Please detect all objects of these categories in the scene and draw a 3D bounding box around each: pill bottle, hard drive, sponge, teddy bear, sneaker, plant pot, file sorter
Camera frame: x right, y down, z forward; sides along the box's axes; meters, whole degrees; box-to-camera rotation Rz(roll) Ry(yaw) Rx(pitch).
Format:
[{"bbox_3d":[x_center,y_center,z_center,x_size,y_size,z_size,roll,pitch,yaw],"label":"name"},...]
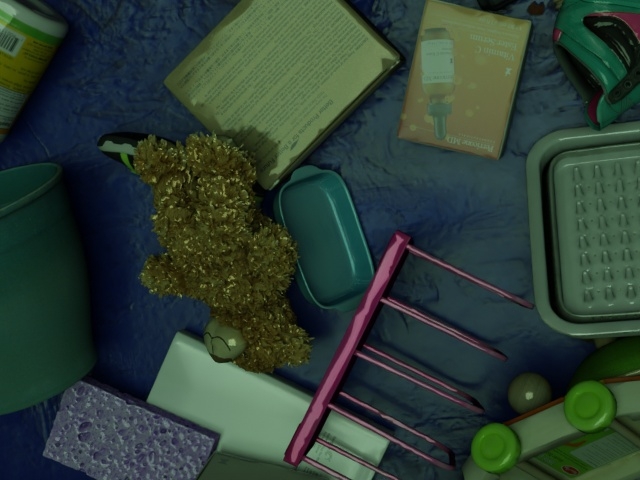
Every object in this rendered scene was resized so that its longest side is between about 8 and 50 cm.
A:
[{"bbox_3d":[-0.438,-0.205,1.732,0.136,0.136,0.245,34,101,5],"label":"pill bottle"},{"bbox_3d":[-0.085,0.272,1.765,0.308,0.040,0.203,25,100,7],"label":"hard drive"},{"bbox_3d":[-0.244,0.265,1.757,0.210,0.031,0.117,23,100,8],"label":"sponge"},{"bbox_3d":[-0.126,0.021,1.651,0.245,0.113,0.338,11,122,22],"label":"teddy bear"},{"bbox_3d":[-0.182,-0.068,1.726,0.235,0.084,0.097,20,102,9],"label":"sneaker"},{"bbox_3d":[-0.407,0.071,1.703,0.272,0.271,0.255,-15,107,12],"label":"plant pot"},{"bbox_3d":[0.388,-0.190,1.568,0.296,0.124,0.178,35,89,6],"label":"sneaker"},{"bbox_3d":[0.109,0.159,1.615,0.182,0.202,0.290,26,91,5],"label":"file sorter"}]

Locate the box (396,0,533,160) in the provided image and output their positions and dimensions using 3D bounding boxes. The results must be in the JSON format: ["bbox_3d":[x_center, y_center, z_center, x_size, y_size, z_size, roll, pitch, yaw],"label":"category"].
[{"bbox_3d":[0.176,-0.193,1.642,0.130,0.091,0.170,13,98,9],"label":"box"}]

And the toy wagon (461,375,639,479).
[{"bbox_3d":[0.272,0.262,1.594,0.344,0.267,0.068,-27,55,21],"label":"toy wagon"}]

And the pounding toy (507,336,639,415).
[{"bbox_3d":[0.343,0.140,1.625,0.237,0.183,0.110,-21,66,16],"label":"pounding toy"}]

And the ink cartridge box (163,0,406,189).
[{"bbox_3d":[-0.043,-0.210,1.682,0.235,0.088,0.193,-44,88,11],"label":"ink cartridge box"}]

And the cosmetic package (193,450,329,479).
[{"bbox_3d":[-0.095,0.441,1.720,0.160,0.113,0.309,11,110,11],"label":"cosmetic package"}]

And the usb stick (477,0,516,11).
[{"bbox_3d":[0.305,-0.365,1.622,0.278,0.045,0.077,-26,91,13],"label":"usb stick"}]

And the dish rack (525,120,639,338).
[{"bbox_3d":[0.412,-0.011,1.575,0.333,0.072,0.285,-5,59,11],"label":"dish rack"}]

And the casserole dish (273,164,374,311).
[{"bbox_3d":[0.000,0.000,1.695,0.037,0.114,0.188,-14,96,51],"label":"casserole dish"}]

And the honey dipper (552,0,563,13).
[{"bbox_3d":[0.321,-0.239,1.641,0.030,0.030,0.160,-26,92,12],"label":"honey dipper"}]
